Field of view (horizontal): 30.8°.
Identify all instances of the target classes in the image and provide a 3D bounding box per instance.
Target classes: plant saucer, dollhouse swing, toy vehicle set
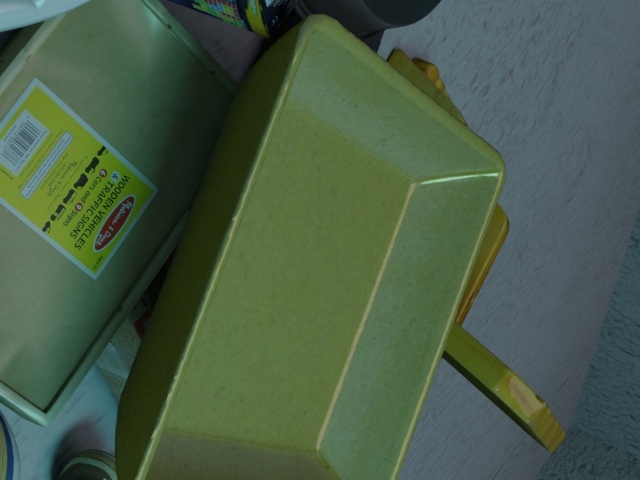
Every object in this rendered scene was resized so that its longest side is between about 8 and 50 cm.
[{"bbox_3d":[-0.008,0.041,0.853,0.333,0.081,0.332,26,83,-57],"label":"plant saucer"},{"bbox_3d":[0.188,0.020,1.318,0.315,0.305,0.347,-61,156,-9],"label":"dollhouse swing"},{"bbox_3d":[-0.164,-0.035,0.748,0.166,0.035,0.267,46,67,-32],"label":"toy vehicle set"}]

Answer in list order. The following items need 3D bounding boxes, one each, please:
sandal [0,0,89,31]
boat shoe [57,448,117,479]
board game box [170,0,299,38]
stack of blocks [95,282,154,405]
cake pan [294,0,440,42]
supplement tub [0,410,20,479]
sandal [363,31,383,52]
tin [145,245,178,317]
[{"bbox_3d":[-0.139,-0.211,0.634,0.416,0.169,0.102,-38,-173,-37],"label":"sandal"},{"bbox_3d":[-0.191,0.228,1.034,0.190,0.068,0.072,102,12,-50],"label":"boat shoe"},{"bbox_3d":[-0.049,-0.226,0.773,0.170,0.141,0.048,-54,153,-24],"label":"board game box"},{"bbox_3d":[-0.094,0.069,0.958,0.171,0.087,0.297,-50,140,-31],"label":"stack of blocks"},{"bbox_3d":[0.056,-0.305,0.955,0.293,0.054,0.293,-30,126,-52],"label":"cake pan"},{"bbox_3d":[-0.267,0.112,0.638,0.144,0.144,0.199,-57,155,-19],"label":"supplement tub"},{"bbox_3d":[-0.034,-0.130,1.030,0.254,0.054,0.097,-52,148,-5],"label":"sandal"},{"bbox_3d":[-0.063,0.046,0.881,0.106,0.040,0.189,-58,144,-13],"label":"tin"}]
